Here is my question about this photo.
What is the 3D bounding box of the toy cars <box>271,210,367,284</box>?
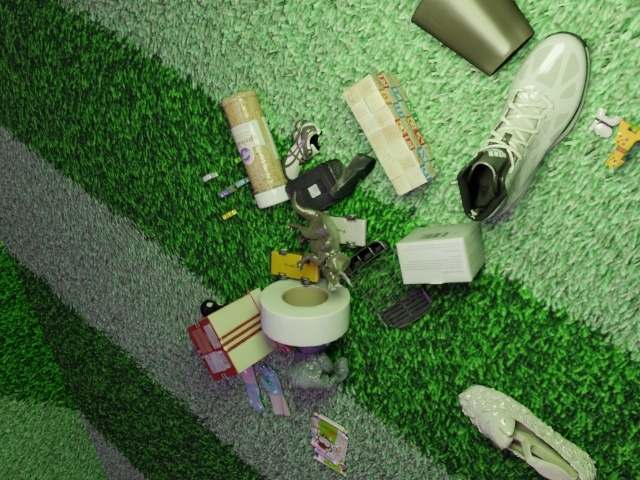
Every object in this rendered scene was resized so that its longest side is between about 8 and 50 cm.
[{"bbox_3d":[0.001,0.022,1.527,0.394,0.087,0.176,-40,76,30],"label":"toy cars"}]

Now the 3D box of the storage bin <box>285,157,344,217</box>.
[{"bbox_3d":[-0.003,-0.158,1.462,0.180,0.084,0.121,-25,93,36],"label":"storage bin"}]

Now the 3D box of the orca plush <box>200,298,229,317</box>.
[{"bbox_3d":[-0.378,0.350,1.859,0.151,0.102,0.287,-40,85,35],"label":"orca plush"}]

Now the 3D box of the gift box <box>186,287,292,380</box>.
[{"bbox_3d":[-0.269,0.331,1.689,0.276,0.258,0.254,-24,92,50],"label":"gift box"}]

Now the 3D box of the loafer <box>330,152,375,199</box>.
[{"bbox_3d":[0.082,-0.185,1.373,0.061,0.170,0.062,37,160,27],"label":"loafer"}]

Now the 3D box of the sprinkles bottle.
[{"bbox_3d":[-0.197,-0.283,1.509,0.121,0.121,0.354,-14,99,34],"label":"sprinkles bottle"}]

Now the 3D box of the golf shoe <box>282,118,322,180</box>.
[{"bbox_3d":[-0.053,-0.264,1.457,0.094,0.077,0.198,27,120,20],"label":"golf shoe"}]

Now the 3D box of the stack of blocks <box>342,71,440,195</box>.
[{"bbox_3d":[0.197,-0.281,1.244,0.087,0.171,0.297,-27,94,35],"label":"stack of blocks"}]

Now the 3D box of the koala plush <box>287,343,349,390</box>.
[{"bbox_3d":[-0.022,0.372,1.618,0.197,0.203,0.221,5,98,29],"label":"koala plush"}]

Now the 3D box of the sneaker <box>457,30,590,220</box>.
[{"bbox_3d":[0.448,-0.230,1.060,0.169,0.258,0.446,27,119,20],"label":"sneaker"}]

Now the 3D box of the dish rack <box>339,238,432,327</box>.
[{"bbox_3d":[0.197,0.143,1.459,0.208,0.074,0.271,-40,86,35],"label":"dish rack"}]

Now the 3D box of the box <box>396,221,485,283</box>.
[{"bbox_3d":[0.325,0.032,1.276,0.181,0.182,0.118,-6,102,32],"label":"box"}]

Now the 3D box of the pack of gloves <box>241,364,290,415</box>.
[{"bbox_3d":[-0.237,0.599,1.902,0.195,0.046,0.231,-10,102,32],"label":"pack of gloves"}]

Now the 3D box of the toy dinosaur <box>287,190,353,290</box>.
[{"bbox_3d":[0.000,0.000,1.423,0.161,0.121,0.313,-16,83,21],"label":"toy dinosaur"}]

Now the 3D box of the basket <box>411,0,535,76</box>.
[{"bbox_3d":[0.355,-0.499,1.088,0.227,0.154,0.204,48,125,3],"label":"basket"}]

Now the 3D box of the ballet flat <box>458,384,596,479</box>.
[{"bbox_3d":[0.576,0.560,1.351,0.409,0.147,0.146,30,120,19],"label":"ballet flat"}]

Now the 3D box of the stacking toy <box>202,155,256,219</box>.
[{"bbox_3d":[-0.290,-0.183,1.648,0.221,0.052,0.166,-23,97,33],"label":"stacking toy"}]

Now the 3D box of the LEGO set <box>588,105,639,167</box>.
[{"bbox_3d":[0.680,-0.192,1.041,0.227,0.087,0.093,37,122,16],"label":"LEGO set"}]

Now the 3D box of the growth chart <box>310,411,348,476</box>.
[{"bbox_3d":[0.032,0.770,1.820,0.172,0.021,0.237,13,113,27],"label":"growth chart"}]

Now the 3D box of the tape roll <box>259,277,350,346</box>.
[{"bbox_3d":[-0.047,0.215,1.505,0.287,0.286,0.100,11,112,27],"label":"tape roll"}]
